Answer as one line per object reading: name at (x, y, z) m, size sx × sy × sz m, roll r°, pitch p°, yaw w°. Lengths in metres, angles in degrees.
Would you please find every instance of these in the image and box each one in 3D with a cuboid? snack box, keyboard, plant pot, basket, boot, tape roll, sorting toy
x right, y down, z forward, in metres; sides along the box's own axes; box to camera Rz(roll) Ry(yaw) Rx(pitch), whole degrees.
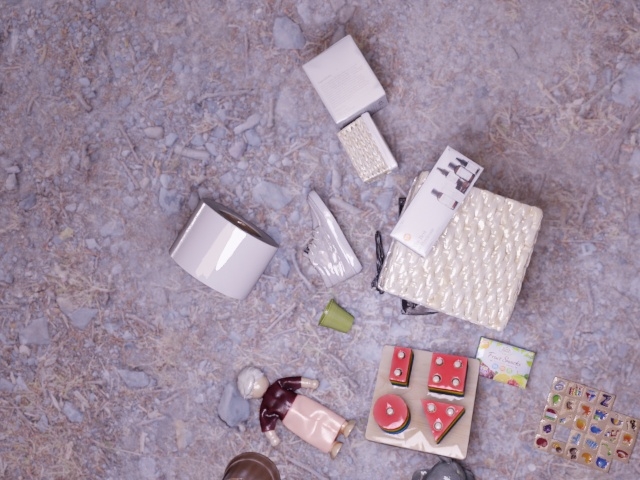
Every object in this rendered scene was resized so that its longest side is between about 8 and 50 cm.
snack box at (0.477, 0.319, 1.852) m, size 0.141 × 0.037 × 0.100 m, roll 15°, pitch 91°, yaw 9°
keyboard at (0.233, 0.043, 1.897) m, size 0.201 × 0.033 × 0.317 m, roll -1°, pitch 89°, yaw 3°
plant pot at (-0.204, 0.672, 1.896) m, size 0.166 × 0.165 × 0.167 m, roll 0°, pitch 89°, yaw 9°
basket at (0.342, 0.022, 1.745) m, size 0.328 × 0.266 × 0.332 m, roll 19°, pitch 89°, yaw 4°
plant pot at (0.047, 0.212, 1.907) m, size 0.079 × 0.083 × 0.083 m, roll 29°, pitch 94°, yaw -3°
boot at (0.000, 0.000, 1.900) m, size 0.123 × 0.095 × 0.258 m, roll -30°, pitch 86°, yaw 1°
tape roll at (-0.254, 0.022, 1.868) m, size 0.246 × 0.246 × 0.169 m, roll 34°, pitch 96°, yaw 8°
basket at (0.127, -0.238, 1.874) m, size 0.103 × 0.113 × 0.167 m, roll -30°, pitch 85°, yaw 10°
sorting toy at (0.258, 0.398, 1.794) m, size 0.257 × 0.089 × 0.256 m, roll 7°, pitch 66°, yaw 18°

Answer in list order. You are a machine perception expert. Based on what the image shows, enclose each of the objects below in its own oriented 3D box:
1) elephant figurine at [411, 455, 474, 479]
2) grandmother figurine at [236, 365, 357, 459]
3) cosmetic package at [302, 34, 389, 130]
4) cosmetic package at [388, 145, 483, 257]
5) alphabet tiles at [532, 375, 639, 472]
elephant figurine at (0.285, 0.680, 1.833) m, size 0.239 × 0.169 × 0.186 m, roll -32°, pitch 55°, yaw 23°
grandmother figurine at (-0.084, 0.459, 1.917) m, size 0.342 × 0.104 × 0.208 m, roll 32°, pitch 67°, yaw 11°
cosmetic package at (0.069, -0.410, 1.864) m, size 0.151 × 0.151 × 0.184 m, roll -31°, pitch 86°, yaw 7°
cosmetic package at (0.259, -0.086, 1.591) m, size 0.098 × 0.060 × 0.239 m, roll 33°, pitch 91°, yaw 5°
alphabet tiles at (0.695, 0.483, 1.832) m, size 0.237 × 0.009 × 0.198 m, roll 17°, pitch 92°, yaw 8°
